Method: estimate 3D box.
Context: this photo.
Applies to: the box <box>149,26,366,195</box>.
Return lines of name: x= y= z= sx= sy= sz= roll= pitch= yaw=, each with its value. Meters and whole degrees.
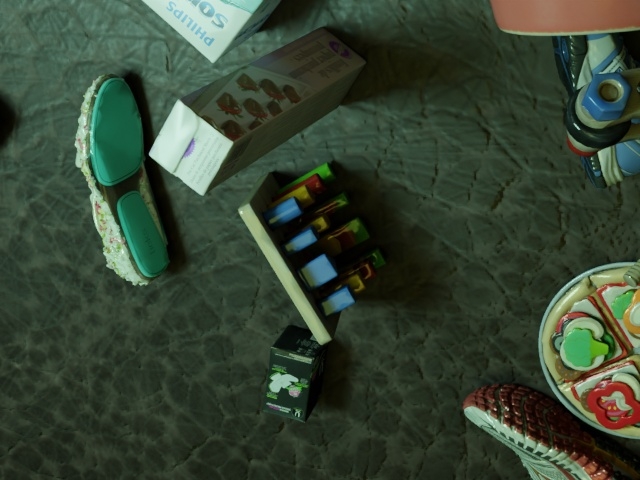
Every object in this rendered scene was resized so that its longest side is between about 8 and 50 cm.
box: x=-0.050 y=-0.127 z=1.329 sx=0.063 sy=0.324 sz=0.067 roll=38 pitch=120 yaw=6

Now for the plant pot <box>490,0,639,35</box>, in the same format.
plant pot: x=0.234 y=-0.303 z=1.174 sx=0.275 sy=0.275 sz=0.243 roll=-1 pitch=105 yaw=20

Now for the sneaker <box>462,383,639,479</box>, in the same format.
sneaker: x=0.243 y=0.237 z=1.507 sx=0.225 sy=0.088 sz=0.093 roll=36 pitch=120 yaw=4

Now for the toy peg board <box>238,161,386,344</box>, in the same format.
toy peg board: x=0.000 y=0.000 z=1.467 sx=0.079 sy=0.160 sz=0.161 roll=-30 pitch=99 yaw=12

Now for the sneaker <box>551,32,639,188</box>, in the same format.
sneaker: x=0.272 y=-0.159 z=1.351 sx=0.081 sy=0.080 sz=0.211 roll=-15 pitch=107 yaw=2

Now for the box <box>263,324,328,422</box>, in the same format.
box: x=-0.027 y=0.148 z=1.583 sx=0.052 sy=0.062 sz=0.083 roll=14 pitch=115 yaw=12

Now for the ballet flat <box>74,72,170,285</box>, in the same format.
ballet flat: x=-0.231 y=-0.063 z=1.565 sx=0.077 sy=0.091 sz=0.241 roll=4 pitch=111 yaw=43

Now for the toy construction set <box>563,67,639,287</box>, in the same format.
toy construction set: x=0.383 y=-0.078 z=1.270 sx=0.257 sy=0.237 sz=0.309 roll=37 pitch=161 yaw=34

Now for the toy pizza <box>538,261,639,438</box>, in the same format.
toy pizza: x=0.322 y=0.118 z=1.460 sx=0.201 sy=0.032 sz=0.201 roll=7 pitch=114 yaw=17

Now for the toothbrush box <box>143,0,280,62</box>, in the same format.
toothbrush box: x=-0.080 y=-0.355 z=1.360 sx=0.216 sy=0.126 sz=0.295 roll=41 pitch=118 yaw=0
